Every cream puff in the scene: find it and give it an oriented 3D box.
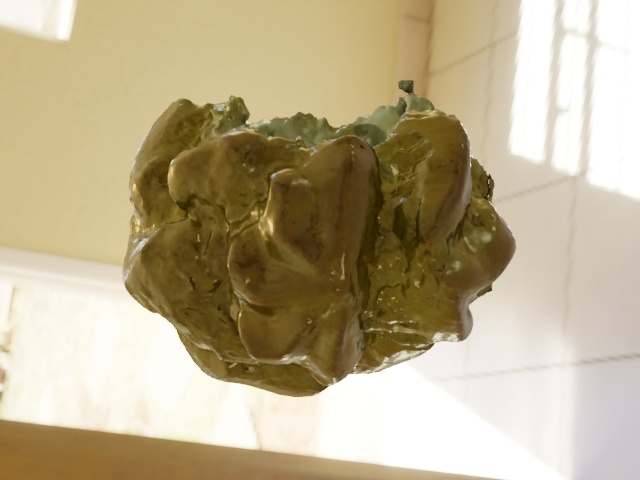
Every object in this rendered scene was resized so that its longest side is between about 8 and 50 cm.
[{"bbox_3d":[0.000,0.006,0.830,0.194,0.221,0.195,175,90,-80],"label":"cream puff"}]
